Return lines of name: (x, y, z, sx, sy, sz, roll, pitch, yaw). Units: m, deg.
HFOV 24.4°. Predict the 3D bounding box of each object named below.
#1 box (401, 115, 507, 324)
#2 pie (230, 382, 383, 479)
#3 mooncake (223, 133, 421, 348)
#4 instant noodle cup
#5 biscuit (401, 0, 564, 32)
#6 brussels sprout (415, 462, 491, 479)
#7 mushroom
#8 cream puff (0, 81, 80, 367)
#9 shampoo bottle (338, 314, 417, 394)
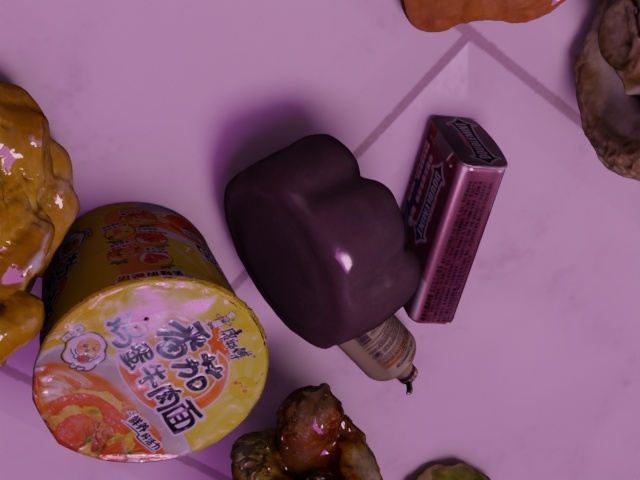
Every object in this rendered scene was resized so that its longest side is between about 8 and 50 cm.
box: (0.144, -0.023, 1.747, 0.069, 0.120, 0.224, 3, 121, -22)
pie: (0.018, 0.414, 1.810, 0.180, 0.418, 0.395, -16, 161, 0)
mooncake: (0.000, 0.000, 1.654, 0.133, 0.245, 0.245, -33, 129, -19)
instant noodle cup: (-0.202, 0.091, 1.674, 0.264, 0.200, 0.264, -8, 126, -11)
biscuit: (0.199, -0.393, 1.543, 0.385, 0.062, 0.365, -30, 127, 6)
brussels sprout: (0.185, 0.389, 2.037, 0.151, 0.122, 0.149, 29, 109, -31)
mushroom: (0.388, -0.190, 1.672, 0.189, 0.164, 0.267, -6, 82, -29)
cream puff: (-0.396, -0.004, 1.519, 0.291, 0.257, 0.324, 21, 115, -28)
shampoo bottle: (0.071, 0.126, 1.851, 0.079, 0.079, 0.162, -36, 126, 10)
